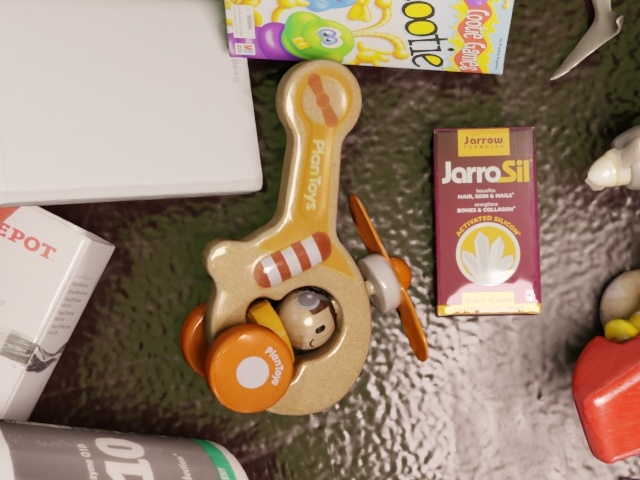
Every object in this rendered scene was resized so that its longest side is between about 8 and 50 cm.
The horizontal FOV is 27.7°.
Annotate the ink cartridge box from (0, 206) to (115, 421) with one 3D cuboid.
[{"bbox_3d":[-0.381,0.087,1.310,0.223,0.129,0.307,26,88,6],"label":"ink cartridge box"}]

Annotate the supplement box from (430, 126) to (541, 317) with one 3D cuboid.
[{"bbox_3d":[0.165,-0.017,1.311,0.104,0.081,0.188,-2,86,3],"label":"supplement box"}]

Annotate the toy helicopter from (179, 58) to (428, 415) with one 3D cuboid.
[{"bbox_3d":[0.000,0.000,1.287,0.235,0.140,0.355,4,99,-19],"label":"toy helicopter"}]

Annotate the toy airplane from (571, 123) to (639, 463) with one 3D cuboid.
[{"bbox_3d":[0.393,0.056,1.231,0.384,0.272,0.386,23,77,-33],"label":"toy airplane"}]

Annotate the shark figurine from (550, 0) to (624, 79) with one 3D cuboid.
[{"bbox_3d":[0.237,-0.319,1.335,0.116,0.166,0.278,-14,104,27],"label":"shark figurine"}]

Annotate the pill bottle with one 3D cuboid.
[{"bbox_3d":[-0.256,0.267,1.173,0.361,0.204,0.204,11,86,-35],"label":"pill bottle"}]

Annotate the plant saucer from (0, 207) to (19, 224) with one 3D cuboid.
[{"bbox_3d":[-0.345,-0.160,1.287,0.259,0.047,0.258,36,58,11],"label":"plant saucer"}]

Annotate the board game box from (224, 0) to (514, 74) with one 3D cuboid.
[{"bbox_3d":[0.050,-0.268,1.279,0.275,0.144,0.142,4,57,3],"label":"board game box"}]

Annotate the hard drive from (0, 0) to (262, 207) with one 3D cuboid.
[{"bbox_3d":[-0.205,-0.139,1.268,0.308,0.040,0.203,-5,85,-36],"label":"hard drive"}]

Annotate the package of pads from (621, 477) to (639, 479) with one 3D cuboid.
[{"bbox_3d":[0.342,0.270,1.309,0.083,0.032,0.050,7,90,4],"label":"package of pads"}]
